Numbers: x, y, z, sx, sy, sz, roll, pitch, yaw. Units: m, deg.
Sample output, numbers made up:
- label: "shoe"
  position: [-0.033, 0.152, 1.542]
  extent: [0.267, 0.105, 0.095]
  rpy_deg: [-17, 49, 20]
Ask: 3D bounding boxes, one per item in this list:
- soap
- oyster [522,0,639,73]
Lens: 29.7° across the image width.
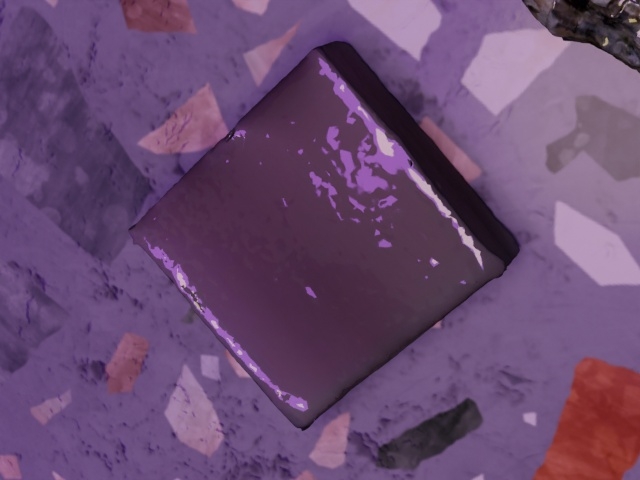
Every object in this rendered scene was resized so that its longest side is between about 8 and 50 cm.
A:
- label: "soap"
  position: [0.000, 0.000, 1.213]
  extent: [0.296, 0.107, 0.285]
  rpy_deg: [-40, 86, 25]
- label: "oyster"
  position: [0.292, -0.203, 1.021]
  extent: [0.351, 0.162, 0.158]
  rpy_deg: [40, 103, 10]
